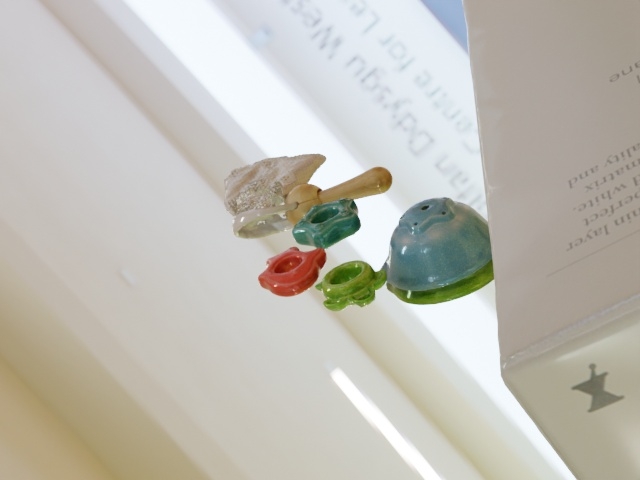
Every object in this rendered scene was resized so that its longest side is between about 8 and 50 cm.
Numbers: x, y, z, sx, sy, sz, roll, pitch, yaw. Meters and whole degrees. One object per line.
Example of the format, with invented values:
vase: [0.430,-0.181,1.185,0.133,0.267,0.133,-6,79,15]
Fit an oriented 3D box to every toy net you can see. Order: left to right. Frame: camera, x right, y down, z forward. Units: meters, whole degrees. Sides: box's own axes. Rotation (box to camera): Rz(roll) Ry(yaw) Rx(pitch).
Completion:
toy net: [0.000,0.000,0.839,0.232,0.122,0.045,18,138,55]

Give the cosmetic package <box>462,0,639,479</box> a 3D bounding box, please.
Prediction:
cosmetic package: [0.170,-0.034,0.393,0.138,0.224,0.224,52,-158,-25]
